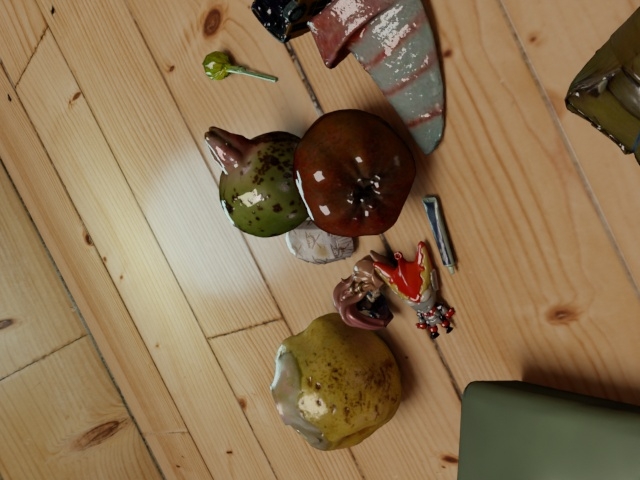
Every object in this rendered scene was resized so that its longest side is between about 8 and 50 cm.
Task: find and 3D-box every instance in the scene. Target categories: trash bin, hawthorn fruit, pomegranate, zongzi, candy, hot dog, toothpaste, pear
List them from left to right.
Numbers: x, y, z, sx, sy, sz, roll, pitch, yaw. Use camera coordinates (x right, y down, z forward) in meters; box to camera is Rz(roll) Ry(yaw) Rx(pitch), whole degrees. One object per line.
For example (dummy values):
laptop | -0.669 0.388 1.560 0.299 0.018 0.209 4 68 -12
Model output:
candy | -0.156 -0.330 1.678 0.193 0.062 0.058 21 86 35
pomegranate | -0.121 -0.125 1.595 0.248 0.214 0.214 38 156 -23
hot dog | 0.000 0.000 1.695 0.192 0.053 0.099 -7 109 54
pear | 0.031 0.279 1.708 0.271 0.271 0.271 34 139 37
hawthorn fruit | 0.042 -0.118 1.424 0.248 0.208 0.208 -132 25 -66
toothpaste | 0.201 -0.008 1.431 0.037 0.021 0.140 -2 111 56
trash bin | 0.375 0.338 1.256 0.343 0.158 0.223 0 84 54
zongzi | 0.438 -0.146 0.910 0.289 0.123 0.260 46 143 6

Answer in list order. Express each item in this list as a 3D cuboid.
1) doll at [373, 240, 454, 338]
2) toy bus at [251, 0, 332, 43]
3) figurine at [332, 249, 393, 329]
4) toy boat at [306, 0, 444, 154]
doll | 0.176 0.091 1.510 0.109 0.057 0.169 -26 103 32
toy bus | -0.026 -0.421 1.350 0.098 0.114 0.201 50 141 18
figurine | 0.080 0.092 1.594 0.114 0.126 0.157 8 127 15
toy boat | 0.115 -0.262 1.316 0.206 0.096 0.282 -27 100 44
